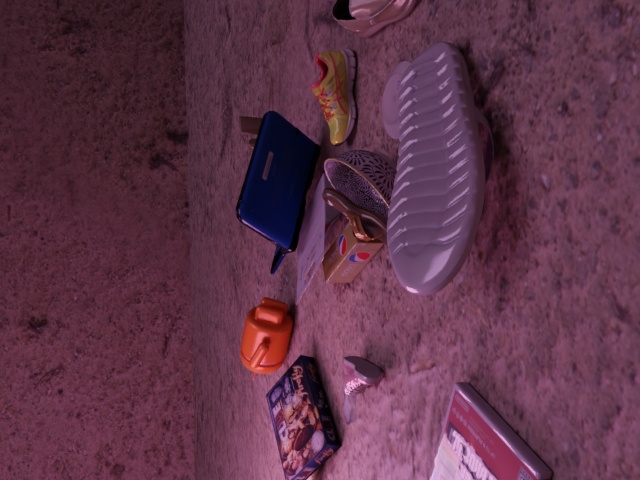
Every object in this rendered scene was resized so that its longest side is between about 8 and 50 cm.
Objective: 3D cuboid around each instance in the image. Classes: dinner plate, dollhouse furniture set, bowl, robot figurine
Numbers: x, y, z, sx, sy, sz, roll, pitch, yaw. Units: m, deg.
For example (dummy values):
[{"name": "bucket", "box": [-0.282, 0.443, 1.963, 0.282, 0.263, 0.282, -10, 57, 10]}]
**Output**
[{"name": "dinner plate", "box": [0.140, -0.256, 1.178, 0.141, 0.017, 0.141, -177, 90, -67]}, {"name": "dollhouse furniture set", "box": [-0.182, -0.248, 1.850, 0.151, 0.123, 0.144, 126, 141, -55]}, {"name": "bowl", "box": [0.094, -0.108, 1.158, 0.080, 0.170, 0.170, -46, 17, -13]}, {"name": "robot figurine", "box": [-0.146, 0.262, 1.712, 0.158, 0.128, 0.220, 49, 133, 51]}]

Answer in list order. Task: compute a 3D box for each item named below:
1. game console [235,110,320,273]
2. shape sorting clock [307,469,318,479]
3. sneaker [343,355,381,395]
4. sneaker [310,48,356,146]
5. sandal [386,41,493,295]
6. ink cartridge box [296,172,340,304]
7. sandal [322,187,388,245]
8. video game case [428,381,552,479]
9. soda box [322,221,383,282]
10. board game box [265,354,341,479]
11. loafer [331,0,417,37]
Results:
[{"name": "game console", "box": [-0.115, -0.106, 1.517, 0.173, 0.250, 0.293, -15, 53, 42]}, {"name": "shape sorting clock", "box": [-0.044, 0.499, 1.552, 0.206, 0.040, 0.206, -27, 59, 59]}, {"name": "sneaker", "box": [0.080, 0.272, 1.246, 0.134, 0.050, 0.070, -164, 75, -71]}, {"name": "sneaker", "box": [0.021, -0.305, 1.378, 0.081, 0.094, 0.209, 171, 98, -67]}, {"name": "sandal", "box": [0.191, -0.114, 0.942, 0.169, 0.102, 0.416, -26, 51, 50]}, {"name": "ink cartridge box", "box": [0.000, 0.000, 1.407, 0.189, 0.066, 0.232, 118, 154, -47]}, {"name": "sandal", "box": [0.067, -0.032, 1.177, 0.180, 0.049, 0.072, 35, 165, 19]}, {"name": "video game case", "box": [0.218, 0.377, 0.917, 0.204, 0.025, 0.285, -132, 48, -60]}, {"name": "soda box", "box": [0.061, 0.022, 1.293, 0.181, 0.061, 0.058, 124, 141, -54]}, {"name": "board game box", "box": [-0.046, 0.413, 1.496, 0.165, 0.042, 0.243, -52, 37, 27]}, {"name": "loafer", "box": [0.099, -0.449, 1.190, 0.268, 0.092, 0.102, 161, 109, -67]}]
